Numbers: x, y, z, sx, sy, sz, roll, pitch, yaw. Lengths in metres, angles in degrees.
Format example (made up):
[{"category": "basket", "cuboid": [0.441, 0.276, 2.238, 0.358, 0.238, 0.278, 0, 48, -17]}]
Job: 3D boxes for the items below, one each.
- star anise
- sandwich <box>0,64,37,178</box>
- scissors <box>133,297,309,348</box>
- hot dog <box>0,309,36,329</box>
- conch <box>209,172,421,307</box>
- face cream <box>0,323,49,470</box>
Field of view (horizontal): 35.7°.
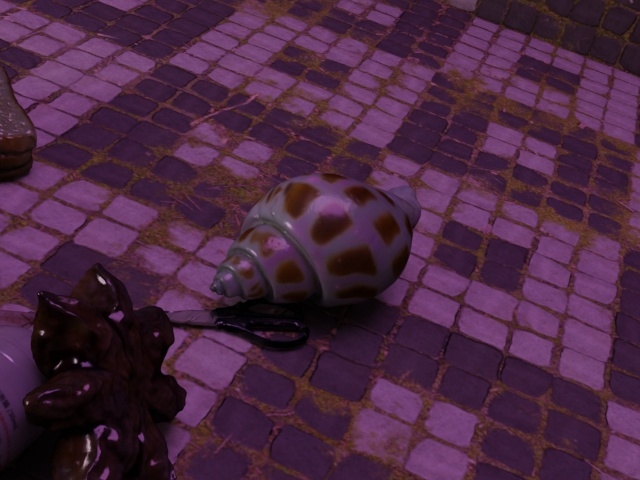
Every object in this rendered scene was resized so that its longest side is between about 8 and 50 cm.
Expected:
[{"category": "star anise", "cuboid": [-0.229, 0.181, 1.106, 0.108, 0.315, 0.315, -21, 30, 16]}, {"category": "sandwich", "cuboid": [-0.607, -0.186, 1.574, 0.273, 0.095, 0.249, -6, 43, -34]}, {"category": "scissors", "cuboid": [-0.161, 0.109, 1.408, 0.300, 0.022, 0.109, 6, 31, -20]}, {"category": "hot dog", "cuboid": [-0.419, 0.125, 1.232, 0.191, 0.059, 0.108, 6, 43, -28]}, {"category": "conch", "cuboid": [0.001, 0.000, 1.490, 0.368, 0.197, 0.249, 5, 0, -30]}, {"category": "face cream", "cuboid": [-0.373, 0.176, 1.097, 0.145, 0.145, 0.370, 26, 33, 12]}]
